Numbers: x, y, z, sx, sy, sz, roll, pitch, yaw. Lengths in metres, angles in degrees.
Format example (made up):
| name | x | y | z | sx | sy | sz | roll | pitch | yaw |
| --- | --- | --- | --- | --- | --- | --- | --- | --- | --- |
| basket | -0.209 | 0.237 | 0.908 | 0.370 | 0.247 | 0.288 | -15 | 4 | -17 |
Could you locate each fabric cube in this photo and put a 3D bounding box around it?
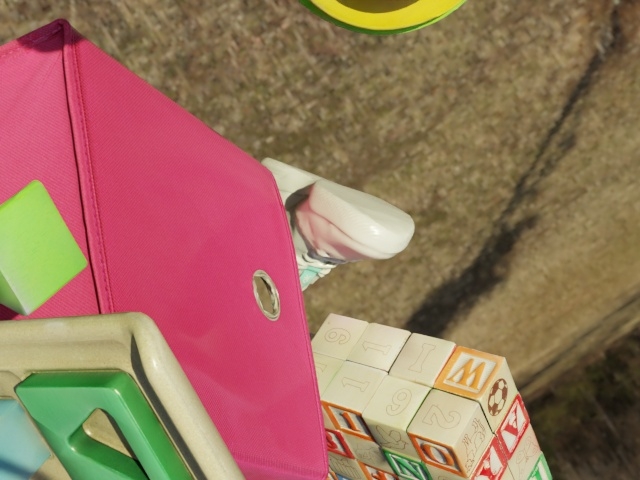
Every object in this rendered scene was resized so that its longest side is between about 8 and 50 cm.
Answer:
| name | x | y | z | sx | sy | sz | roll | pitch | yaw |
| --- | --- | --- | --- | --- | --- | --- | --- | --- | --- |
| fabric cube | -0.176 | 0.056 | 0.733 | 0.259 | 0.254 | 0.258 | -20 | 156 | 18 |

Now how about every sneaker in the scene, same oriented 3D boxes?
| name | x | y | z | sx | sy | sz | roll | pitch | yaw |
| --- | --- | --- | --- | --- | --- | --- | --- | --- | --- |
| sneaker | 0.000 | 0.000 | 0.865 | 0.212 | 0.080 | 0.094 | 28 | -81 | 64 |

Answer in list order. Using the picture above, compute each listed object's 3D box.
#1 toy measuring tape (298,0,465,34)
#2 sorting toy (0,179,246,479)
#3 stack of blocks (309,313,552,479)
| name | x | y | z | sx | sy | sz | roll | pitch | yaw |
| --- | --- | --- | --- | --- | --- | --- | --- | --- | --- |
| toy measuring tape | -0.032 | -0.139 | 0.518 | 0.330 | 0.121 | 0.121 | -15 | 169 | 2 |
| sorting toy | -0.099 | 0.116 | 0.475 | 0.196 | 0.348 | 0.047 | -4 | -148 | 42 |
| stack of blocks | 0.034 | 0.152 | 0.967 | 0.087 | 0.297 | 0.171 | -54 | 136 | -28 |
